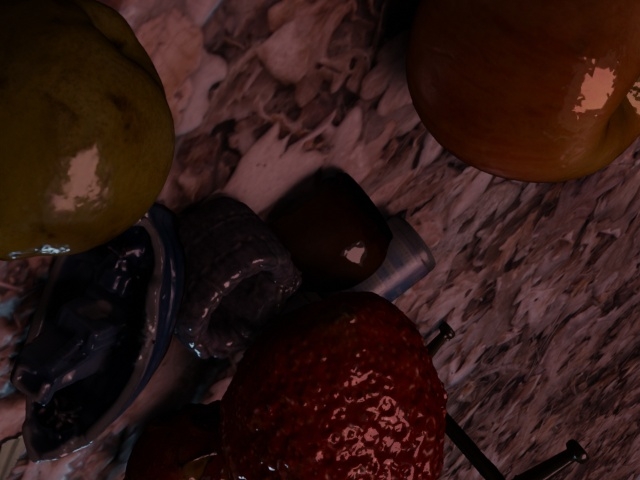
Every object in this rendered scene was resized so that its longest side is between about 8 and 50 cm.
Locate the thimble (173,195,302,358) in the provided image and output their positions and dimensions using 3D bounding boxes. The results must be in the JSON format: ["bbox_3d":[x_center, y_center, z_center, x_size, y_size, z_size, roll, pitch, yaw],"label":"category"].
[{"bbox_3d":[-0.100,0.040,1.343,0.150,0.098,0.150,-33,150,-22],"label":"thimble"}]

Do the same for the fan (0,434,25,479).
[{"bbox_3d":[-0.385,0.361,1.471,0.233,0.012,0.415,-17,142,-44],"label":"fan"}]

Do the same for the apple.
[{"bbox_3d":[0.229,-0.194,1.338,0.286,0.233,0.286,-34,149,-23],"label":"apple"}]

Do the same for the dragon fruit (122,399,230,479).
[{"bbox_3d":[-0.184,0.285,1.538,0.246,0.125,0.125,-41,157,4],"label":"dragon fruit"}]

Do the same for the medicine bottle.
[{"bbox_3d":[0.034,0.058,1.573,0.203,0.083,0.083,-35,152,-5],"label":"medicine bottle"}]

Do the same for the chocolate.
[{"bbox_3d":[0.000,0.000,1.446,0.133,0.127,0.124,-40,124,15],"label":"chocolate"}]

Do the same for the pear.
[{"bbox_3d":[-0.198,-0.079,0.957,0.200,0.200,0.200,-34,151,-22],"label":"pear"}]

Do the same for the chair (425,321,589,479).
[{"bbox_3d":[0.085,0.309,1.713,0.410,0.365,0.362,-40,153,-1],"label":"chair"}]

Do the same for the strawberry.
[{"bbox_3d":[0.014,0.172,1.426,0.257,0.257,0.277,-31,136,-26],"label":"strawberry"}]

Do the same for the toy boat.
[{"bbox_3d":[-0.210,0.085,1.212,0.142,0.129,0.309,-29,150,-57],"label":"toy boat"}]
